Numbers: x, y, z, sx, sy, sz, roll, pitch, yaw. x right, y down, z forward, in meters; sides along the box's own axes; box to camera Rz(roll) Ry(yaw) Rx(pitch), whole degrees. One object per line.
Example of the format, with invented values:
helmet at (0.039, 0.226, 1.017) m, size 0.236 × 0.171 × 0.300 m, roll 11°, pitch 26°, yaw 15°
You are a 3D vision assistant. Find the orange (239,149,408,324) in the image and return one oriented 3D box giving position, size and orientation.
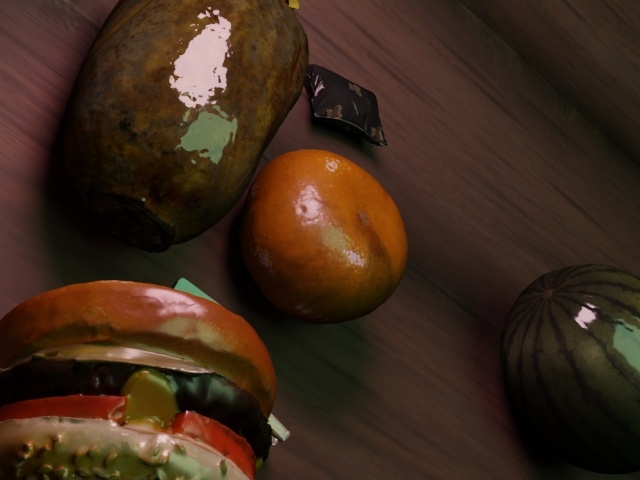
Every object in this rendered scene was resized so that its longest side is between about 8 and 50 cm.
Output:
orange at (0.000, 0.000, 2.292) m, size 0.240 × 0.171 × 0.240 m, roll 33°, pitch 39°, yaw -32°

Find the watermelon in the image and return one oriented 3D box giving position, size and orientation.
watermelon at (0.421, 0.197, 2.657) m, size 0.359 × 0.279 × 0.279 m, roll 49°, pitch 43°, yaw -24°

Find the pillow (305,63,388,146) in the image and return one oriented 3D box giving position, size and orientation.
pillow at (0.034, -0.190, 2.511) m, size 0.150 × 0.048 × 0.090 m, roll 21°, pitch 63°, yaw -43°

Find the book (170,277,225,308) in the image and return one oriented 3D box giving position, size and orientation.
book at (-0.164, 0.123, 2.121) m, size 0.103 × 0.017 × 0.135 m, roll 37°, pitch 67°, yaw -22°

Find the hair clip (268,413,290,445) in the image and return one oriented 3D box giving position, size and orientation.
hair clip at (-0.113, 0.167, 2.187) m, size 0.214 × 0.056 × 0.062 m, roll 50°, pitch 58°, yaw -14°

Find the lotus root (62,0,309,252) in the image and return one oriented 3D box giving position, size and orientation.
lotus root at (-0.166, -0.150, 2.099) m, size 0.250 × 0.250 × 0.346 m, roll 45°, pitch 48°, yaw -31°

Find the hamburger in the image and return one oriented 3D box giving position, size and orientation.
hamburger at (-0.203, 0.214, 1.829) m, size 0.330 × 0.330 × 0.250 m, roll 36°, pitch 43°, yaw -38°

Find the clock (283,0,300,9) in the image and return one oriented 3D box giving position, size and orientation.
clock at (-0.119, -0.452, 2.405) m, size 0.277 × 0.071 × 0.293 m, roll 12°, pitch 75°, yaw -61°
